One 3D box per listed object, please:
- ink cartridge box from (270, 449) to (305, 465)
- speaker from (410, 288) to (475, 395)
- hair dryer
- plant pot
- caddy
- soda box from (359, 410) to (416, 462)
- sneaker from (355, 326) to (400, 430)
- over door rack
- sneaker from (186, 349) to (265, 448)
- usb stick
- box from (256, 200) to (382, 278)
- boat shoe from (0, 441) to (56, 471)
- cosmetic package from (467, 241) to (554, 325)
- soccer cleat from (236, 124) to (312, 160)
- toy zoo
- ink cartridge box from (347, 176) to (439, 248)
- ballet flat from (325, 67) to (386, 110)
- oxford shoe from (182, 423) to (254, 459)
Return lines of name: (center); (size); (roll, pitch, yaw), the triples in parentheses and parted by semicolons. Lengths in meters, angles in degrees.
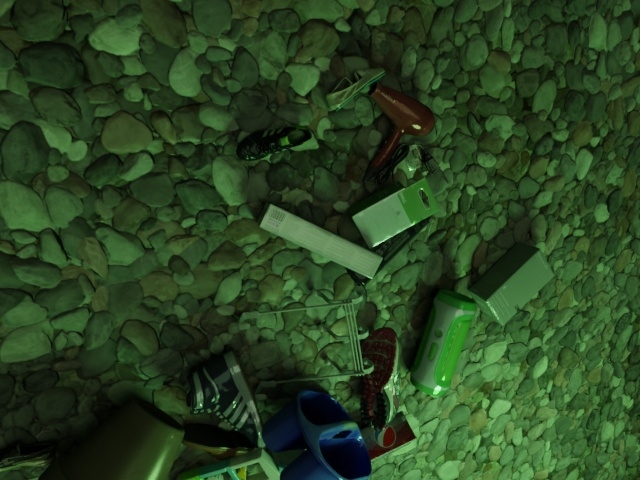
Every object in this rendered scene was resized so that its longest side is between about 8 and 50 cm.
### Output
ink cartridge box: (-0.065, 0.652, 1.224); (0.089, 0.092, 0.143); (-30, 114, -12)
speaker: (0.364, 0.303, 1.285); (0.131, 0.131, 0.297); (12, 99, -24)
hair dryer: (0.195, -0.258, 1.091); (0.223, 0.080, 0.294); (-26, 112, -13)
plant pot: (-0.438, 0.495, 0.969); (0.263, 0.263, 0.229); (43, 68, -26)
caddy: (0.011, 0.513, 1.100); (0.179, 0.241, 0.341); (-37, 147, 8)
soda box: (0.146, 0.611, 1.284); (0.263, 0.092, 0.083); (-17, 148, -16)
sneaker: (0.180, 0.392, 1.254); (0.112, 0.120, 0.299); (-11, 110, -50)
over door rack: (-0.036, 0.261, 1.135); (0.324, 0.108, 0.240); (-12, 108, -4)
sneaker: (-0.242, 0.428, 1.088); (0.153, 0.099, 0.282); (-22, 106, -18)
usb stick: (0.187, 0.012, 1.180); (0.278, 0.045, 0.077); (-44, 107, -6)
box: (0.000, 0.000, 1.067); (0.323, 0.063, 0.067); (24, 95, -17)
boat shoe: (-0.674, 0.474, 0.955); (0.152, 0.056, 0.049); (7, 96, -33)
cosmetic package: (0.596, 0.132, 1.346); (0.238, 0.107, 0.127); (-42, 112, -3)
soccer cleat: (-0.105, -0.226, 0.981); (0.178, 0.072, 0.060); (-21, 111, -15)
toy zoo: (-0.208, 0.652, 1.141); (0.293, 0.030, 0.192); (-19, 113, 8)
ink cartridge box: (0.188, -0.079, 1.115); (0.209, 0.062, 0.109); (-29, 115, 6)
ballet flat: (0.084, -0.377, 1.029); (0.168, 0.057, 0.052); (-39, 105, -9)
oxford shoe: (-0.274, 0.538, 1.122); (0.212, 0.076, 0.076); (26, 104, -25)
